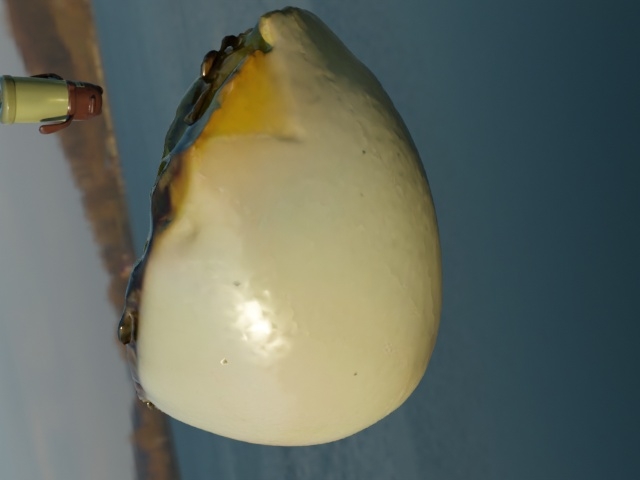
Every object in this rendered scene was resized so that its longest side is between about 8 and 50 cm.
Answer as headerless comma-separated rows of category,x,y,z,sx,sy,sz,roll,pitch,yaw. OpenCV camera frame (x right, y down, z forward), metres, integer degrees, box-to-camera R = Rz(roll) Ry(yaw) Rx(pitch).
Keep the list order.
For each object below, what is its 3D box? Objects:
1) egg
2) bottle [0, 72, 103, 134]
egg,0.001,0.001,0.908,0.264,0.174,0.286,-14,-62,-72
bottle,-0.255,-0.130,1.320,0.047,0.101,0.063,-15,78,63
